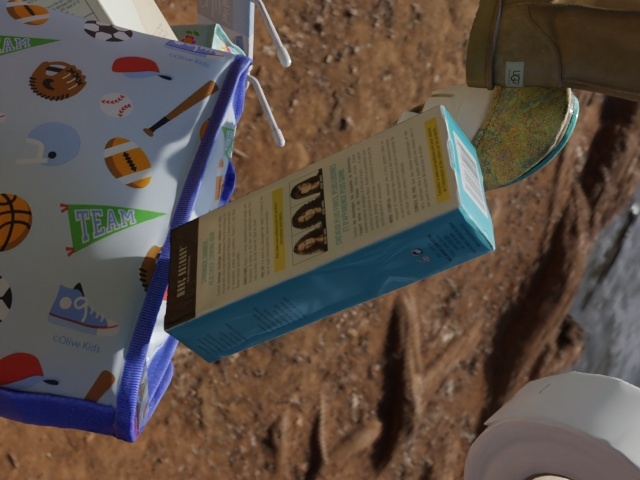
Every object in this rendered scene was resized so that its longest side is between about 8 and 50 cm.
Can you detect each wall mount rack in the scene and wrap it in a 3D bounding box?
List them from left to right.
[{"bbox_3d":[-0.159,-0.338,1.790,0.130,0.304,0.350,-53,163,-31],"label":"wall mount rack"}]

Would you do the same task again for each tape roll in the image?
[{"bbox_3d":[0.294,0.284,1.063,0.100,0.286,0.286,-32,135,-37],"label":"tape roll"}]

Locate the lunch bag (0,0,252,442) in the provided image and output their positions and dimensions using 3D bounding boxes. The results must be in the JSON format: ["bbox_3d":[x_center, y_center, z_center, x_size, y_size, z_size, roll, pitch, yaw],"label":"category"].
[{"bbox_3d":[-0.268,-0.013,0.927,0.238,0.328,0.385,100,2,-50],"label":"lunch bag"}]

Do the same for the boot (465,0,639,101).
[{"bbox_3d":[0.284,-0.209,0.911,0.089,0.270,0.236,73,29,-60],"label":"boot"}]

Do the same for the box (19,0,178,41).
[{"bbox_3d":[-0.290,-0.277,1.083,0.311,0.148,0.121,61,23,-25],"label":"box"}]

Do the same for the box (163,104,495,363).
[{"bbox_3d":[0.000,0.000,0.737,0.244,0.100,0.060,-23,137,23],"label":"box"}]

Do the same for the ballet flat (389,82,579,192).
[{"bbox_3d":[0.144,-0.112,1.052,0.123,0.348,0.123,0,88,-12],"label":"ballet flat"}]

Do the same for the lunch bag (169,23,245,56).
[{"bbox_3d":[-0.248,-0.190,1.543,0.160,0.224,0.262,38,55,-70],"label":"lunch bag"}]
